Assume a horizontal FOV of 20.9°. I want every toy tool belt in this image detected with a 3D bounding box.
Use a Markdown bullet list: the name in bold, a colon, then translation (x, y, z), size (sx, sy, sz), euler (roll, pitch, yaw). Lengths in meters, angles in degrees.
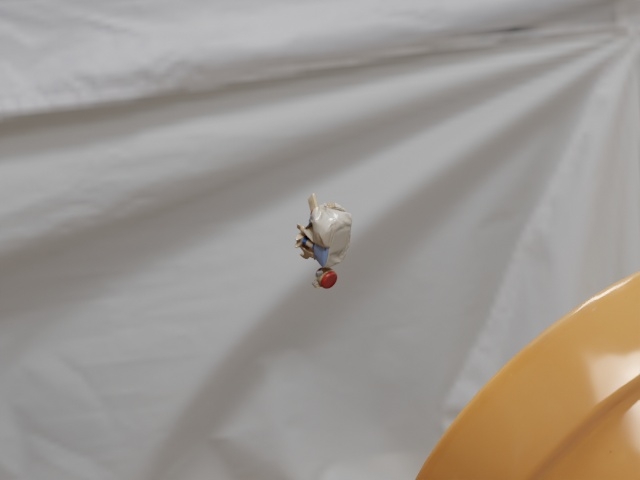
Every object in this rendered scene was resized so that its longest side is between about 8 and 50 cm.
- **toy tool belt**: translation (0.000, 0.000, 1.675), size (0.051, 0.052, 0.083), euler (38, -49, 36)

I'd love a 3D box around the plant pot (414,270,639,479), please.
- **plant pot**: translation (0.223, 0.180, 1.081), size (0.203, 0.291, 0.291), euler (49, -20, 32)
